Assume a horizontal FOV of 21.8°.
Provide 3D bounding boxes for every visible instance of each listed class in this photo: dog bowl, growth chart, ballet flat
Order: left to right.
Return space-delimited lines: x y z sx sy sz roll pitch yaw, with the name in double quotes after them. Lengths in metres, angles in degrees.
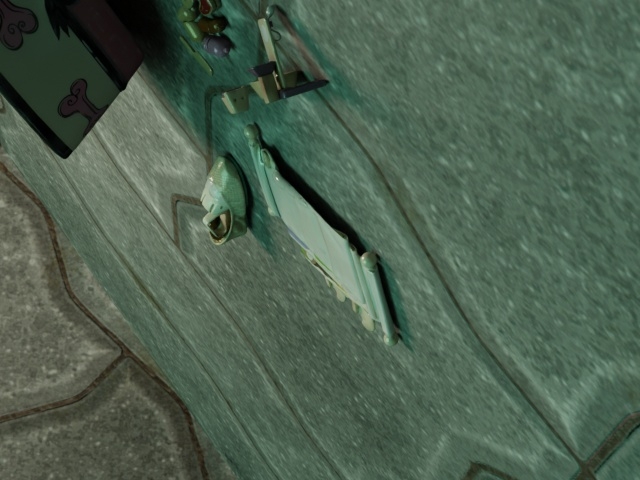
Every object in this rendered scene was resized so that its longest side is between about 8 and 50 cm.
-0.357 -0.292 1.854 0.408 0.150 0.408 52 177 3 "dog bowl"
-0.115 -0.040 1.961 0.057 0.052 0.168 49 164 23 "ballet flat"
0.000 0.000 1.750 0.237 0.021 0.172 47 164 29 "growth chart"

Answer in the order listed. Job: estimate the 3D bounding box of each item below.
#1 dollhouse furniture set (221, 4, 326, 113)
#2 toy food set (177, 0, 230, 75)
-0.062 -0.163 1.498 0.114 0.091 0.081 -169 62 -74 "dollhouse furniture set"
-0.113 -0.218 1.636 0.078 0.019 0.122 50 157 19 "toy food set"
